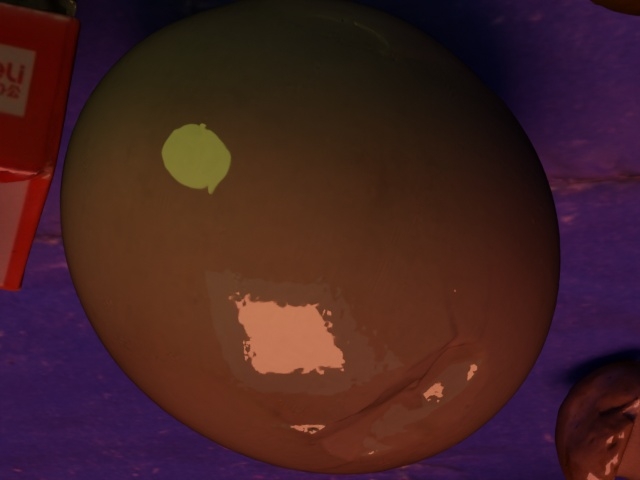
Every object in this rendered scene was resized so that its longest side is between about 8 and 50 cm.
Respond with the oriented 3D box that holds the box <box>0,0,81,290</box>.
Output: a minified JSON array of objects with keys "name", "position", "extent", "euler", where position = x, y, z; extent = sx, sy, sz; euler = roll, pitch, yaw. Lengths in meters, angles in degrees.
[{"name":"box","position":[-0.194,-0.054,0.766],"extent":[0.133,0.099,0.182],"euler":[9,159,-11]}]

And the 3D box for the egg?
[{"name":"egg","position":[0.000,0.000,0.749],"extent":[0.219,0.219,0.269],"euler":[-20,153,31]}]

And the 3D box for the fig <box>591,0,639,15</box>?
[{"name":"fig","position":[0.142,-0.190,0.562],"extent":[0.124,0.124,0.236],"euler":[12,131,-14]}]

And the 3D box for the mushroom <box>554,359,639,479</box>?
[{"name":"mushroom","position":[0.264,0.146,1.073],"extent":[0.212,0.088,0.097],"euler":[21,133,-16]}]
